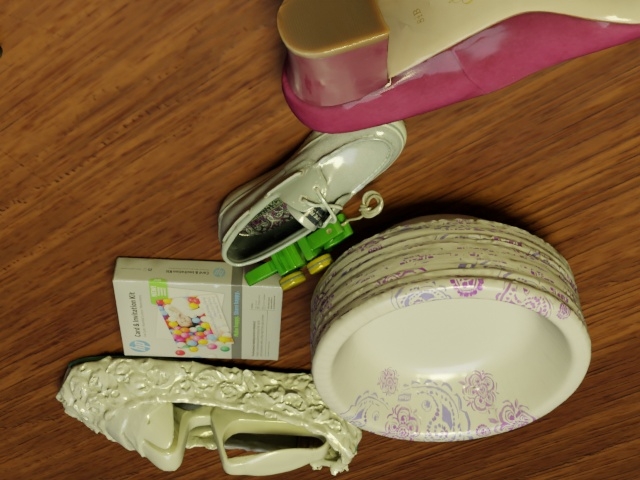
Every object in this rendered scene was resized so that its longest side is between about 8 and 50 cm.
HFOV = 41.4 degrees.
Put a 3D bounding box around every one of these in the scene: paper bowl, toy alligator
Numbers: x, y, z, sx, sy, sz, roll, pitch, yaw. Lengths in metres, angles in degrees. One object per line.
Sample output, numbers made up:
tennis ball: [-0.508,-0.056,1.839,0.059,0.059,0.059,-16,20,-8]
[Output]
paper bowl: [0.131,0.083,0.902,0.284,0.148,0.284,0,139,0]
toy alligator: [0.000,0.000,0.884,0.189,0.056,0.051,-32,172,28]

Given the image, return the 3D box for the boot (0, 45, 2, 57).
boot: [-0.396,-0.162,0.667,0.246,0.083,0.161,-10,139,4]

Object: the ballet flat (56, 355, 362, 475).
ballet flat: [-0.139,0.228,1.073,0.408,0.147,0.147,3,138,-3]

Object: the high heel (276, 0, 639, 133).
high heel: [0.151,-0.176,0.678,0.377,0.127,0.181,-9,166,3]

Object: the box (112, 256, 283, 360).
box: [-0.138,0.081,0.979,0.186,0.038,0.145,4,138,-3]

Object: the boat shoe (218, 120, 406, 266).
boat shoe: [-0.010,-0.041,0.811,0.227,0.081,0.079,-31,130,30]
